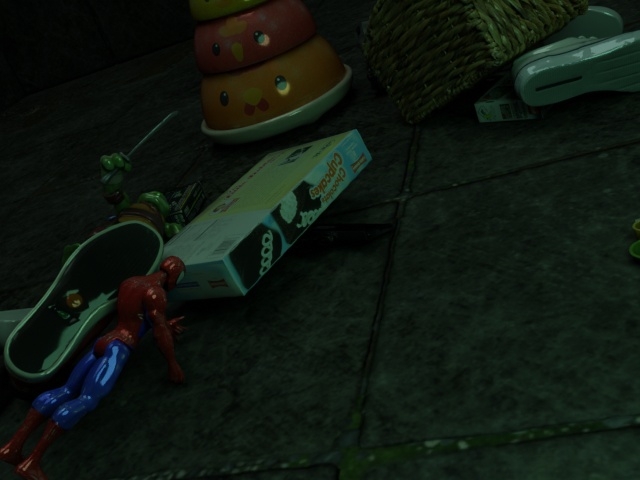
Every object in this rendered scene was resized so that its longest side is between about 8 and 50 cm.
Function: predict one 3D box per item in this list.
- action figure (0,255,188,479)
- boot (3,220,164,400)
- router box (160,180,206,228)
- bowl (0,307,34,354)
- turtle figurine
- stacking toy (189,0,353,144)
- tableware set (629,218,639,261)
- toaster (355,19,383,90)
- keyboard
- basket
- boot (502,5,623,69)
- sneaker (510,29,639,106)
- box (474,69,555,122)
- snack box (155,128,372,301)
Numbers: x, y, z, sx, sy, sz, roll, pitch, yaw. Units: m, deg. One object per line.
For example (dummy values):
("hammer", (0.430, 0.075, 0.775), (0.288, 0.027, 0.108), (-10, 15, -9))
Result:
("action figure", (-0.218, 0.151, 0.846), (0.091, 0.139, 0.280), (12, 64, 45))
("boot", (-0.299, 0.089, 0.943), (0.244, 0.088, 0.176), (-52, 2, -30))
("router box", (-0.261, -0.052, 1.316), (0.092, 0.038, 0.122), (-16, 27, 15))
("bowl", (-0.401, 0.123, 1.023), (0.142, 0.053, 0.142), (-3, 1, 38))
("turtle figurine", (-0.247, -0.040, 1.100), (0.274, 0.198, 0.266), (-17, 29, 20))
("stacking toy", (-0.163, -0.467, 1.534), (0.350, 0.480, 0.351), (-19, 25, 9))
("tableware set", (0.387, -0.015, 0.739), (0.154, 0.024, 0.104), (-8, 29, 26))
("toaster", (0.158, -0.399, 1.556), (0.146, 0.129, 0.227), (-16, 25, 8))
("keyboard", (0.000, 0.000, 1.028), (0.192, 0.038, 0.100), (0, 10, 42))
("basket", (0.233, -0.365, 1.231), (0.223, 0.213, 0.299), (-34, 2, -24))
("boot", (0.424, -0.387, 1.350), (0.258, 0.095, 0.123), (-1, 39, 39))
("sneaker", (0.406, -0.270, 1.099), (0.258, 0.094, 0.091), (-9, 42, 1))
("box", (0.352, -0.259, 1.229), (0.114, 0.036, 0.207), (4, 36, 43))
("snack box", (-0.085, -0.037, 1.031), (0.187, 0.060, 0.322), (-8, 30, 43))
